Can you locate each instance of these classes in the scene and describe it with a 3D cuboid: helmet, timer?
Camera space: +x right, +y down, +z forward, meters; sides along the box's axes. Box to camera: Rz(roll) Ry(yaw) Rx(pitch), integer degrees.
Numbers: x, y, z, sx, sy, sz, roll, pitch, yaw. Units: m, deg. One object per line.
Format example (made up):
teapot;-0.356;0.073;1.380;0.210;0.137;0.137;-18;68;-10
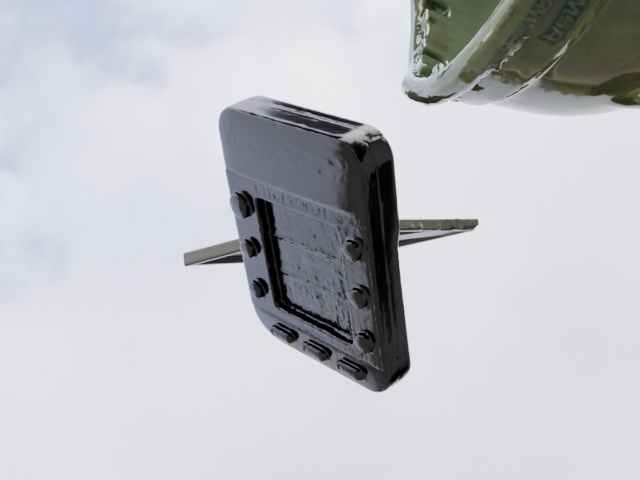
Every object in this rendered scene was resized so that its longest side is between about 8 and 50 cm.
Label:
helmet;0.136;-0.146;0.405;0.137;0.257;0.204;21;-44;-14
timer;0.000;0.000;0.602;0.055;0.144;0.187;-29;-55;-34

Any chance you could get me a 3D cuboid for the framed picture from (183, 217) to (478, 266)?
framed picture;0.017;0.001;1.035;0.289;0.016;0.213;-1;-9;-45
